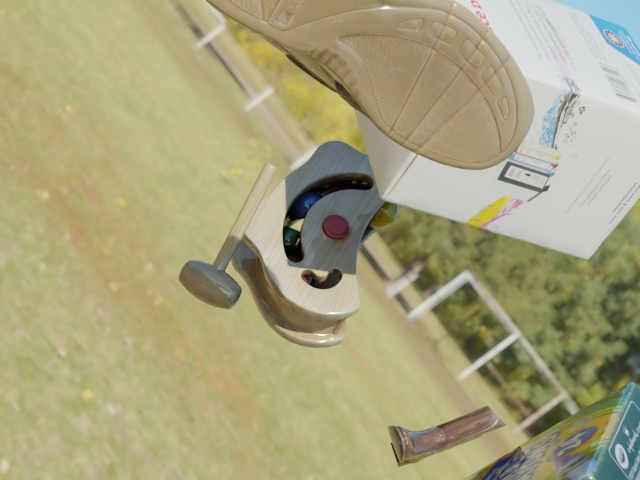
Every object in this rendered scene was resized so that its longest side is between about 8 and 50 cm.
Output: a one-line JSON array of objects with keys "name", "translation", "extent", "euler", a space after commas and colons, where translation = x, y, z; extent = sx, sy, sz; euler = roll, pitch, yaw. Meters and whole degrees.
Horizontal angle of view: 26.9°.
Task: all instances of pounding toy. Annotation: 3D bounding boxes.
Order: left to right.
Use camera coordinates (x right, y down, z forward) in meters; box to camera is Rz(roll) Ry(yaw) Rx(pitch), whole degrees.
[{"name": "pounding toy", "translation": [0.000, 0.000, 1.356], "extent": [0.154, 0.269, 0.155], "euler": [40, -31, 12]}]

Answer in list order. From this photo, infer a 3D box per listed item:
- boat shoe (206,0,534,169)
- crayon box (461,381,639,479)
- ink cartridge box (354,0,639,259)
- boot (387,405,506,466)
[{"name": "boat shoe", "translation": [0.027, -0.147, 0.912], "extent": [0.285, 0.103, 0.092], "euler": [27, 16, -27]}, {"name": "crayon box", "translation": [0.145, 0.263, 1.155], "extent": [0.083, 0.323, 0.203], "euler": [53, 27, 1]}, {"name": "ink cartridge box", "translation": [0.174, -0.118, 1.224], "extent": [0.232, 0.168, 0.171], "euler": [15, 37, -26]}, {"name": "boot", "translation": [0.124, 0.183, 1.298], "extent": [0.106, 0.114, 0.037], "euler": [80, -8, -74]}]
